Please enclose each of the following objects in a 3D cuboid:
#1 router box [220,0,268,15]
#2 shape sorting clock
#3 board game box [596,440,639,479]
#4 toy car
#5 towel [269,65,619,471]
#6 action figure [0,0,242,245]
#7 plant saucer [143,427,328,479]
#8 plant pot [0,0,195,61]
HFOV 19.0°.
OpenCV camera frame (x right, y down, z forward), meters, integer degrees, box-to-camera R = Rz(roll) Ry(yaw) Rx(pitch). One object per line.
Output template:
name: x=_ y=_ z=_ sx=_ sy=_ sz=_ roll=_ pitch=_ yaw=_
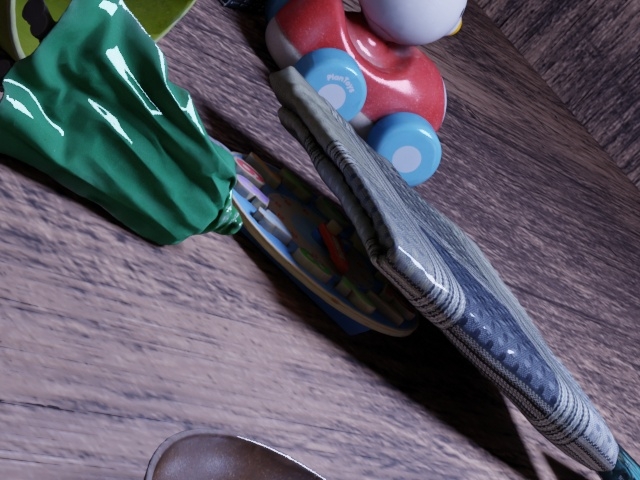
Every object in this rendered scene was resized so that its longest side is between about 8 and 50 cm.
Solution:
router box: x=-0.094 y=-0.285 z=2.008 sx=0.092 sy=0.038 sz=0.122 roll=48 pitch=15 yaw=12
shape sorting clock: x=0.000 y=0.000 z=1.509 sx=0.206 sy=0.040 sz=0.206 roll=42 pitch=15 yaw=-14
board game box: x=0.284 y=0.231 z=1.625 sx=0.186 sy=0.026 sz=0.126 roll=44 pitch=10 yaw=-42
toy car: x=0.087 y=-0.218 z=1.933 sx=0.210 sy=0.238 sz=0.219 roll=38 pitch=17 yaw=-26
towel: x=0.090 y=0.024 z=1.578 sx=0.312 sy=0.056 sz=0.324 roll=42 pitch=11 yaw=-33
action figure: x=-0.124 y=-0.064 z=1.247 sx=0.232 sy=0.137 sz=0.063 roll=43 pitch=0 yaw=-43
plant saucer: x=0.015 y=0.226 z=0.944 sx=0.310 sy=0.050 sz=0.310 roll=41 pitch=15 yaw=-14
plant pot: x=-0.228 y=-0.300 z=1.339 sx=0.293 sy=0.275 sz=0.275 roll=35 pitch=11 yaw=19
